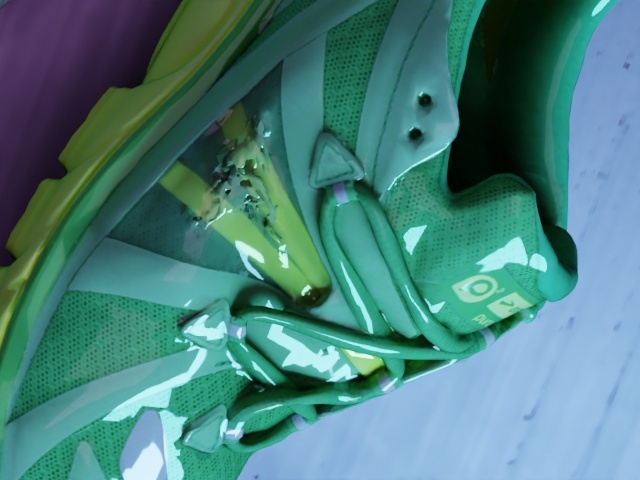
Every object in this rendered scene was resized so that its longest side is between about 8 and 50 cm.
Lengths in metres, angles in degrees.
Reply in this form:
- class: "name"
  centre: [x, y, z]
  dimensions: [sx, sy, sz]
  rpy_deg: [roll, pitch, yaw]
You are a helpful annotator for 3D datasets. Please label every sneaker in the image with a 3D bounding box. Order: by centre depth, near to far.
- class: "sneaker"
  centre: [0.000, 0.000, 0.527]
  dimensions: [0.123, 0.109, 0.295]
  rpy_deg: [33, 96, 25]

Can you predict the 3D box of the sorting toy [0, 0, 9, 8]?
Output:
- class: "sorting toy"
  centre: [-0.215, -0.154, 0.502]
  dimensions: [0.229, 0.041, 0.307]
  rpy_deg: [-38, 105, 4]
